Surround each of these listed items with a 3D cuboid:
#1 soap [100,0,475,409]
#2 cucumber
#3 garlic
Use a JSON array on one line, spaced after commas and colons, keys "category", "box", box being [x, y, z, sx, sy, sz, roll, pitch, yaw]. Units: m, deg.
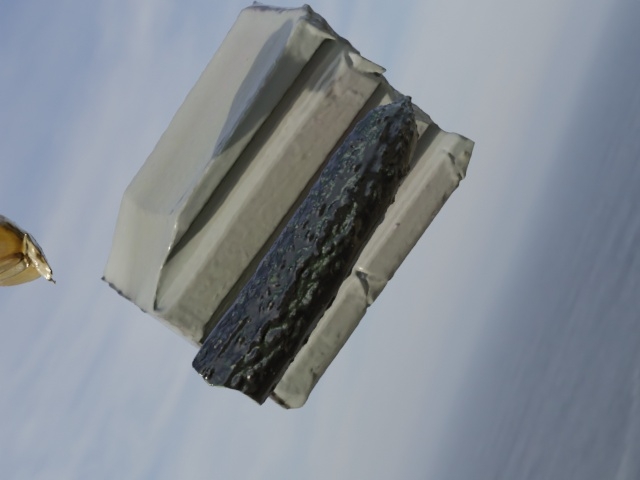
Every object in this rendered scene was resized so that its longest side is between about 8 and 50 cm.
[{"category": "soap", "box": [-0.062, -0.046, 1.782, 0.435, 0.350, 0.213, -57, 36, -3]}, {"category": "cucumber", "box": [0.001, 0.000, 1.108, 0.300, 0.072, 0.072, -57, -9, -12]}, {"category": "garlic", "box": [-0.340, 0.014, 1.433, 0.113, 0.094, 0.074, 61, -174, -46]}]
